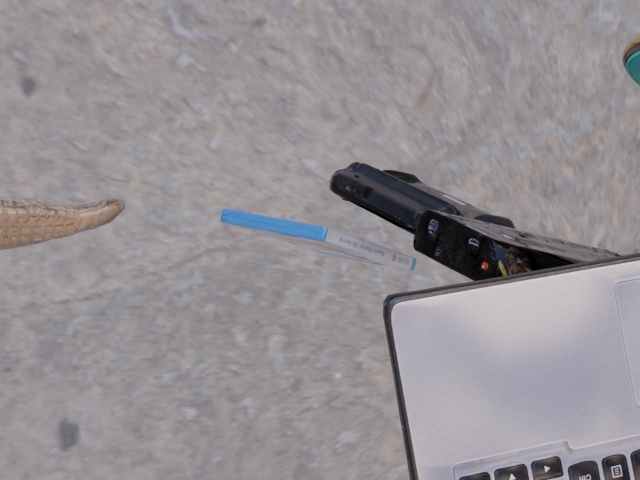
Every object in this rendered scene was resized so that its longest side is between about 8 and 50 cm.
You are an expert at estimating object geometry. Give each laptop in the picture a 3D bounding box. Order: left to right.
[{"bbox_3d":[0.280,0.195,0.822,0.382,0.236,0.408,-9,87,-20],"label":"laptop"}]

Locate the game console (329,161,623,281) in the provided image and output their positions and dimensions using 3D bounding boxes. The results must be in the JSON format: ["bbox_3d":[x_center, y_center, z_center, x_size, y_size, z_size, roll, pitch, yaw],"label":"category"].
[{"bbox_3d":[0.143,-0.004,1.317,0.213,0.361,0.044,12,100,-32],"label":"game console"}]

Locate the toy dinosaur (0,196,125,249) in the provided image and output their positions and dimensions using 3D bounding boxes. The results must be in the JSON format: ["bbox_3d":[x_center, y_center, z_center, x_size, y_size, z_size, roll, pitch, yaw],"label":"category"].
[{"bbox_3d":[-0.186,0.060,0.383,0.127,0.296,0.200,36,131,10],"label":"toy dinosaur"}]

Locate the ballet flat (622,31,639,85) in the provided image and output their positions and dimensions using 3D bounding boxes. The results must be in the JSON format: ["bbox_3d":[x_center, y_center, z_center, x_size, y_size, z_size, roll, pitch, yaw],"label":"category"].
[{"bbox_3d":[0.356,-0.190,1.270,0.080,0.232,0.073,50,55,-23],"label":"ballet flat"}]

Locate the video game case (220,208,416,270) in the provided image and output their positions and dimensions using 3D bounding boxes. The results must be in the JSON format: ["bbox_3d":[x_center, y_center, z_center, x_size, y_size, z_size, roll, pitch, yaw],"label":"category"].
[{"bbox_3d":[0.000,0.000,1.414,0.119,0.166,0.015,10,86,34],"label":"video game case"}]
